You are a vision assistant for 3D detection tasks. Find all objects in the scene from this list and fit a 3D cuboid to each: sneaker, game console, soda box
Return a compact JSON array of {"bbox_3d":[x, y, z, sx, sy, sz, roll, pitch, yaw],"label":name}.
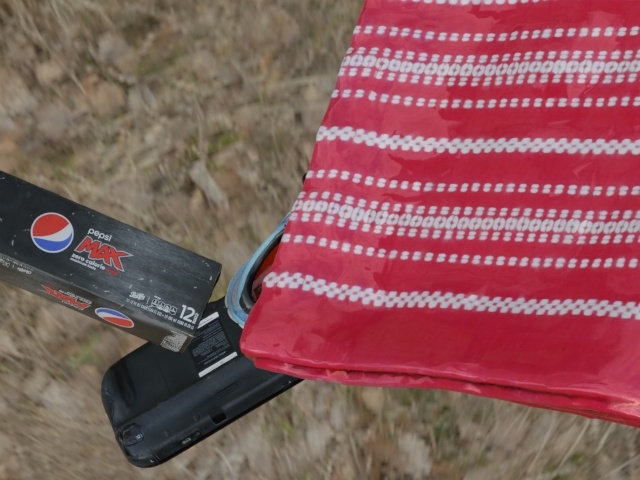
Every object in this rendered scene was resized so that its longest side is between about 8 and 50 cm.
[{"bbox_3d":[0.000,0.000,1.212,0.063,0.073,0.162,40,86,0],"label":"sneaker"},{"bbox_3d":[-0.016,0.046,1.392,0.361,0.044,0.213,-31,44,3],"label":"game console"},{"bbox_3d":[-0.156,0.015,1.191,0.169,0.053,0.060,24,66,-6],"label":"soda box"}]

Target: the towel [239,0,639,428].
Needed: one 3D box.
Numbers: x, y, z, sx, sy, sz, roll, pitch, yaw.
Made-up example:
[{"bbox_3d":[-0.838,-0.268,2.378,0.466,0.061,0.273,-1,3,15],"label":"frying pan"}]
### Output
[{"bbox_3d":[0.083,-0.072,0.613,0.199,0.031,0.275,7,73,41],"label":"towel"}]
